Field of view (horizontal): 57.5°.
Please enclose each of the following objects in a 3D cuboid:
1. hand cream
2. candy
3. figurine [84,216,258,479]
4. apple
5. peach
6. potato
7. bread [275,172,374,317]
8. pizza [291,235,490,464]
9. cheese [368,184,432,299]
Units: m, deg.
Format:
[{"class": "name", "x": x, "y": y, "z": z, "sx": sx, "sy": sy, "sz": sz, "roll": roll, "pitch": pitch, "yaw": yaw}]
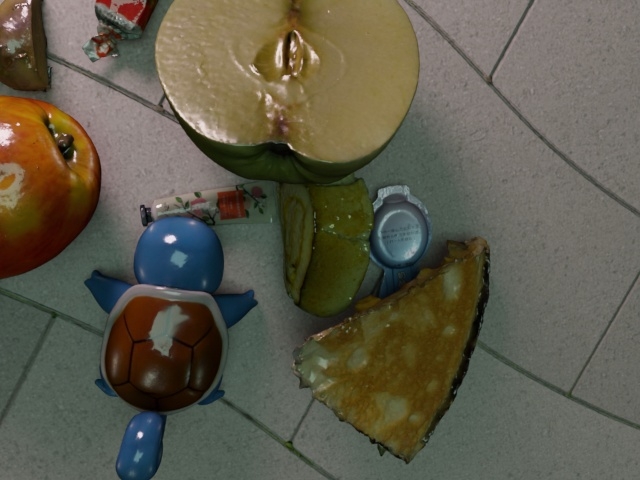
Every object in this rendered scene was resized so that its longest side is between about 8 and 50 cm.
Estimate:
[{"class": "hand cream", "x": -0.193, "y": -0.056, "z": 1.021, "sx": 0.234, "sy": 0.050, "sz": 0.080, "roll": -8, "pitch": 97, "yaw": -15}, {"class": "candy", "x": -0.292, "y": -0.412, "z": 0.929, "sx": 0.086, "sy": 0.059, "sz": 0.292, "roll": 26, "pitch": 93, "yaw": -12}, {"class": "figurine", "x": -0.270, "y": 0.171, "z": 0.976, "sx": 0.298, "sy": 0.243, "sz": 0.416, "roll": 10, "pitch": 79, "yaw": -3}, {"class": "apple", "x": -0.051, "y": -0.245, "z": 0.859, "sx": 0.312, "sy": 0.320, "sz": 0.360, "roll": 32, "pitch": 52, "yaw": -41}, {"class": "peach", "x": -0.471, "y": -0.079, "z": 0.865, "sx": 0.281, "sy": 0.238, "sz": 0.281, "roll": -2, "pitch": 85, "yaw": 17}, {"class": "potato", "x": -0.479, "y": -0.320, "z": 0.895, "sx": 0.101, "sy": 0.089, "sz": 0.172, "roll": 1, "pitch": 101, "yaw": -8}, {"class": "bread", "x": 0.000, "y": 0.000, "z": 0.995, "sx": 0.124, "sy": 0.186, "sz": 0.257, "roll": -6, "pitch": 112, "yaw": -21}, {"class": "pizza", "x": 0.162, "y": 0.234, "z": 1.078, "sx": 0.435, "sy": 0.080, "sz": 0.392, "roll": -26, "pitch": 119, "yaw": -20}, {"class": "cheese", "x": 0.147, "y": 0.018, "z": 1.089, "sx": 0.135, "sy": 0.052, "sz": 0.244, "roll": -9, "pitch": 102, "yaw": -6}]
